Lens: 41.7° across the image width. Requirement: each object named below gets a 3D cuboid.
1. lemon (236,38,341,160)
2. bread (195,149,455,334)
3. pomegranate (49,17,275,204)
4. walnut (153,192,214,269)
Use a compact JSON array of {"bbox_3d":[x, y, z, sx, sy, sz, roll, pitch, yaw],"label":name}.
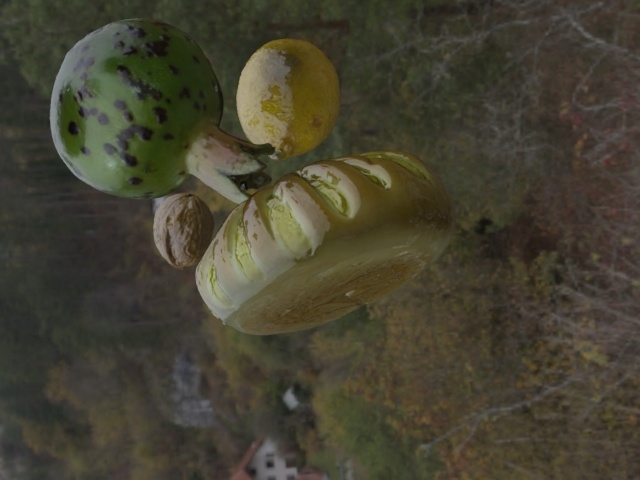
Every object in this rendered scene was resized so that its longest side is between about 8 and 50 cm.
[{"bbox_3d":[-0.056,-0.250,1.488,0.188,0.188,0.256,116,164,-56],"label":"lemon"},{"bbox_3d":[0.000,0.000,0.675,0.213,0.213,0.104,125,128,-62],"label":"bread"},{"bbox_3d":[-0.192,-0.163,1.068,0.231,0.286,0.231,5,-90,-83],"label":"pomegranate"},{"bbox_3d":[-0.218,-0.014,1.344,0.105,0.105,0.124,-139,52,-68],"label":"walnut"}]
